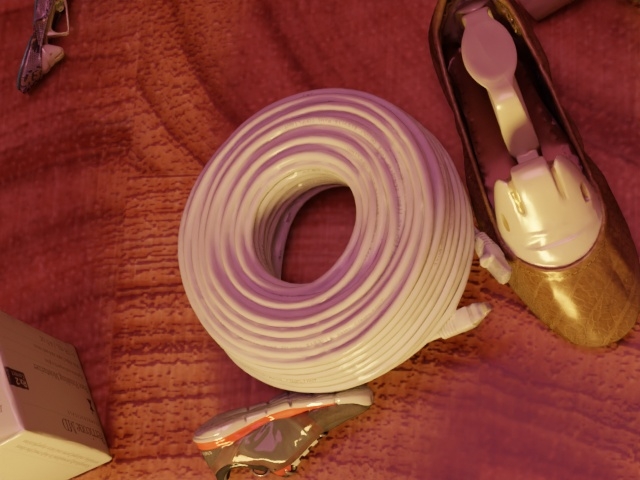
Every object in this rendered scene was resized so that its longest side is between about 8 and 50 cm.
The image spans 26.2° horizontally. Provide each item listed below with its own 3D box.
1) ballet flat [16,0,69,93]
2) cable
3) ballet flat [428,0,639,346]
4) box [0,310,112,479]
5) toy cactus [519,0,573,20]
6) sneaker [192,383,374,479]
[{"bbox_3d":[-0.264,-0.195,1.330,0.041,0.041,0.114,5,76,16],"label":"ballet flat"},{"bbox_3d":[0.000,0.000,1.151,0.257,0.089,0.257,-34,60,15],"label":"cable"},{"bbox_3d":[0.167,-0.079,1.133,0.116,0.124,0.342,-19,70,10],"label":"ballet flat"},{"bbox_3d":[-0.302,0.156,1.158,0.182,0.181,0.119,-25,70,6],"label":"box"},{"bbox_3d":[0.250,-0.261,1.193,0.180,0.112,0.219,-39,70,22],"label":"toy cactus"},{"bbox_3d":[-0.025,0.163,1.160,0.158,0.061,0.065,-18,97,10],"label":"sneaker"}]
